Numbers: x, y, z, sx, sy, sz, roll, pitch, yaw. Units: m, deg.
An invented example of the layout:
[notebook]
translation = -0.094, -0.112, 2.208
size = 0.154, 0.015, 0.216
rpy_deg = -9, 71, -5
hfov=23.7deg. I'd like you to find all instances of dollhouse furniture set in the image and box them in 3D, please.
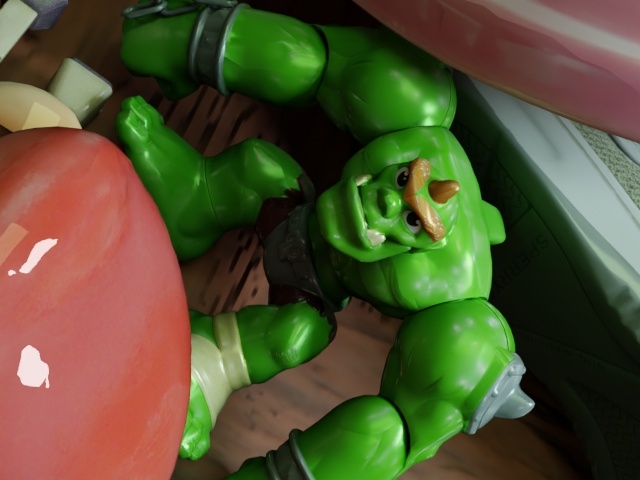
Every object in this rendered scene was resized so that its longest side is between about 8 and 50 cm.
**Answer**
[dollhouse furniture set]
translation = -0.084, -0.109, 0.517
size = 0.091, 0.114, 0.081
rpy_deg = 35, 54, -9

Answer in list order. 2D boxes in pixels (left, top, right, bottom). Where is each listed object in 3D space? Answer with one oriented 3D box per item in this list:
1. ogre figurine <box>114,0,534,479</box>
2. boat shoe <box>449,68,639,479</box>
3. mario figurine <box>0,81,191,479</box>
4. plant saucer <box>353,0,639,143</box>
[ogre figurine]
translation = 0.000, 0.000, 0.518
size = 0.118, 0.097, 0.197
rpy_deg = -14, 59, 11
[boat shoe]
translation = 0.149, 0.046, 0.581
size = 0.103, 0.118, 0.320
rpy_deg = -34, 81, -32
[mario figurine]
translation = -0.184, -0.008, 0.444
size = 0.320, 0.170, 0.198
rpy_deg = 35, 94, 0
[plant saucer]
translation = 0.144, -0.150, 0.579
size = 0.332, 0.084, 0.332
rpy_deg = 9, 38, -8
